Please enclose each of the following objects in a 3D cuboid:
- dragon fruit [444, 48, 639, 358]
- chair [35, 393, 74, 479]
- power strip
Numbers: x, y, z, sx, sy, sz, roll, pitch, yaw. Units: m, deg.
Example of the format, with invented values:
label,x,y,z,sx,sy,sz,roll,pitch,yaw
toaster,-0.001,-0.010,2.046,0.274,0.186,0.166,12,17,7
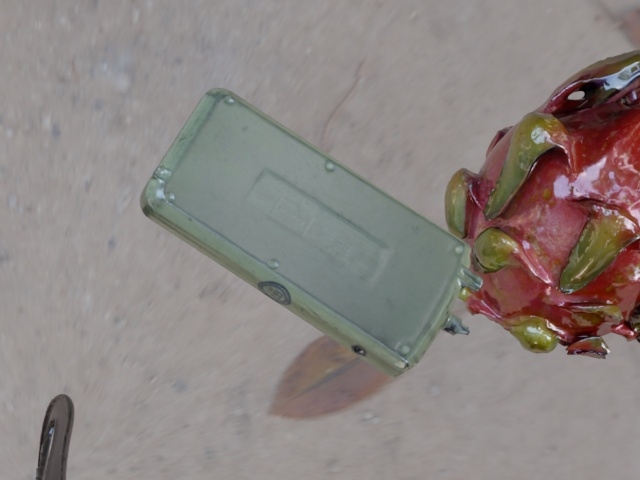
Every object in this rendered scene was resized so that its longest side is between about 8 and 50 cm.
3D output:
label,x,y,z,sx,sy,sz,roll,pitch,yaw
dragon fruit,0.253,-0.039,1.687,0.307,0.227,0.243,-20,129,-7
chair,-0.180,0.276,1.559,0.183,0.326,0.175,9,118,2
power strip,0.000,0.000,0.905,0.169,0.028,0.076,34,65,-7
